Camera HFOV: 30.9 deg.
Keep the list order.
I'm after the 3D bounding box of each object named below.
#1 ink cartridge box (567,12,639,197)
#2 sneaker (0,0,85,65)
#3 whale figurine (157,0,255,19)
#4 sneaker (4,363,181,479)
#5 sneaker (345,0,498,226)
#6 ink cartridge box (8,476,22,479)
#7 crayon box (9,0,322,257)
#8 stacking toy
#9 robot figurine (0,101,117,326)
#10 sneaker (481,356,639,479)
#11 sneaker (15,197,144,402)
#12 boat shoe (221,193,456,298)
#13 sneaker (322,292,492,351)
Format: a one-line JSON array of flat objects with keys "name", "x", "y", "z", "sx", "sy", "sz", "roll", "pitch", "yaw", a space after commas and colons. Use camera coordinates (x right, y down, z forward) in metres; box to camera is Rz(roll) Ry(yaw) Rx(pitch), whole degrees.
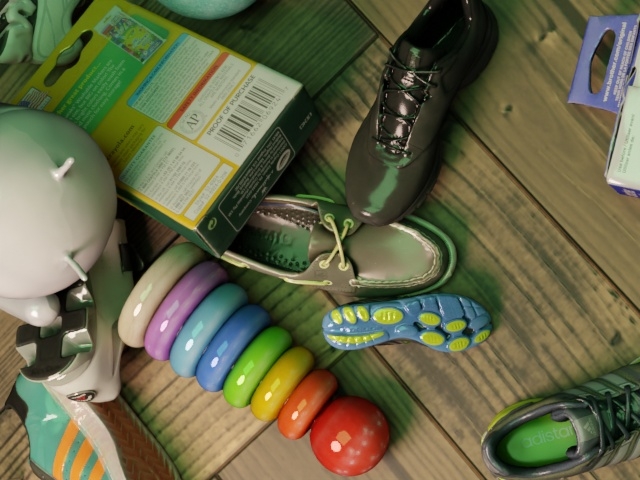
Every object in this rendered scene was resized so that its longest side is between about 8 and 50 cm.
[{"name": "ink cartridge box", "x": 0.445, "y": -0.151, "z": 1.139, "sx": 0.395, "sy": 0.151, "sz": 0.270, "roll": 14, "pitch": 91, "yaw": 18}, {"name": "sneaker", "x": -0.353, "y": -0.353, "z": 1.451, "sx": 0.110, "sy": 0.118, "sz": 0.292, "roll": -16, "pitch": 72, "yaw": 54}, {"name": "whale figurine", "x": -0.093, "y": -0.362, "z": 1.300, "sx": 0.272, "sy": 0.216, "sz": 0.141, "roll": -41, "pitch": 48, "yaw": 23}, {"name": "sneaker", "x": -0.270, "y": 0.270, "z": 1.395, "sx": 0.121, "sy": 0.108, "sz": 0.302, "roll": -44, "pitch": 71, "yaw": 18}, {"name": "sneaker", "x": 0.096, "y": -0.154, "z": 1.252, "sx": 0.109, "sy": 0.130, "sz": 0.286, "roll": 21, "pitch": 85, "yaw": 17}, {"name": "ink cartridge box", "x": -0.531, "y": 0.455, "z": 1.361, "sx": 0.091, "sy": 0.308, "sz": 0.385, "roll": 24, "pitch": 95, "yaw": 17}, {"name": "crayon box", "x": -0.185, "y": -0.143, "z": 1.340, "sx": 0.323, "sy": 0.083, "sz": 0.203, "roll": 30, "pitch": 77, "yaw": 28}, {"name": "stacking toy", "x": -0.063, "y": 0.145, "z": 1.312, "sx": 0.330, "sy": 0.141, "sz": 0.141, "roll": 35, "pitch": 98, "yaw": 11}, {"name": "robot figurine", "x": -0.357, "y": -0.050, "z": 1.252, "sx": 0.353, "sy": 0.199, "sz": 0.300, "roll": 14, "pitch": 126, "yaw": 44}, {"name": "sneaker", "x": 0.300, "y": 0.187, "z": 1.187, "sx": 0.300, "sy": 0.121, "sz": 0.111, "roll": -26, "pitch": 80, "yaw": 16}, {"name": "sneaker", "x": -0.281, "y": 0.043, "z": 1.405, "sx": 0.122, "sy": 0.146, "sz": 0.331, "roll": -11, "pitch": 59, "yaw": 22}, {"name": "boat shoe", "x": -0.001, "y": 0.005, "z": 1.315, "sx": 0.305, "sy": 0.091, "sz": 0.109, "roll": 10, "pitch": 91, "yaw": 19}, {"name": "sneaker", "x": 0.096, "y": 0.087, "z": 1.290, "sx": 0.188, "sy": 0.078, "sz": 0.067, "roll": -2, "pitch": 99, "yaw": 4}]
